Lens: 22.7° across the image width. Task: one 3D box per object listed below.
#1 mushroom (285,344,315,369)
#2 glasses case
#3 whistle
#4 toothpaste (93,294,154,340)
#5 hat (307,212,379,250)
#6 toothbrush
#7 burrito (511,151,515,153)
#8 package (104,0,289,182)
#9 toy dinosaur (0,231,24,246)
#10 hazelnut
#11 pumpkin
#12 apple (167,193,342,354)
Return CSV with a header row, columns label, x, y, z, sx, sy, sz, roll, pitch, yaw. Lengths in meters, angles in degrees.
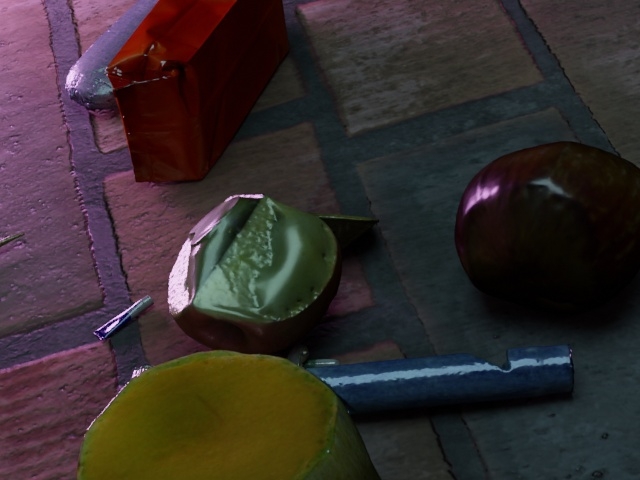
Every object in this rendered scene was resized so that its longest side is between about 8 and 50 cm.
label,x,y,z,sx,sy,sz,roll,pitch,yaw
mushroom,-0.025,0.167,1.864,0.049,0.019,0.101,-8,56,4
glasses case,-0.275,-0.293,2.409,0.109,0.067,0.282,18,48,26
whistle,0.134,0.160,1.812,0.304,0.062,0.062,-6,42,5
toothpaste,-0.247,0.098,2.016,0.083,0.015,0.024,-35,39,-16
hat,0.000,0.000,2.032,0.146,0.067,0.146,4,3,0
toothbrush,-0.103,0.156,1.913,0.257,0.018,0.024,-4,36,11
burrito,0.288,-0.059,2.035,0.051,0.042,0.171,-15,39,-1
package,-0.158,-0.272,2.262,0.123,0.196,0.423,12,46,19
toy dinosaur,-0.487,0.034,2.133,0.162,0.039,0.126,2,54,9
hazelnut,0.274,-0.030,1.873,0.234,0.218,0.218,10,46,20
pumpkin,-0.090,0.259,1.671,0.332,0.199,0.332,-5,43,4
apple,-0.081,0.047,1.916,0.207,0.174,0.188,13,68,23
